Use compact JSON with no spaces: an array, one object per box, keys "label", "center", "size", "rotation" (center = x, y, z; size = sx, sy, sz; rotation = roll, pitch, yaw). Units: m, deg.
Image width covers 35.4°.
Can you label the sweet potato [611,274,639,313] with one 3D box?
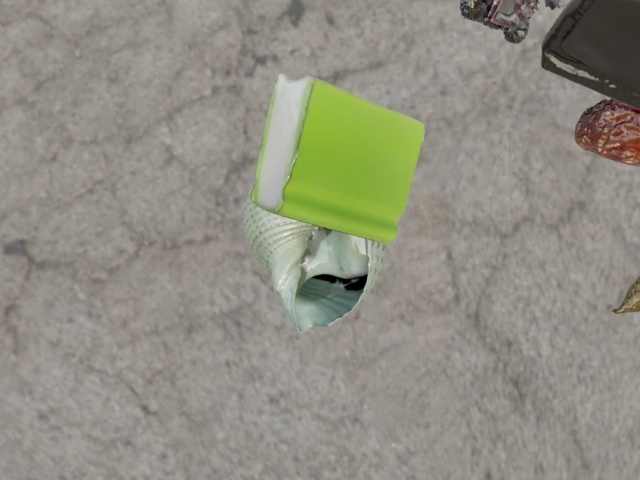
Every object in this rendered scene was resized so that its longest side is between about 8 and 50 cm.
[{"label":"sweet potato","center":[0.641,0.048,1.813],"size":[0.269,0.074,0.075],"rotation":[-50,51,14]}]

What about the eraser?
[{"label":"eraser","center":[0.028,-0.117,1.521],"size":[0.092,0.274,0.210],"rotation":[16,94,43]}]

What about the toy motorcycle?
[{"label":"toy motorcycle","center":[0.447,-0.560,2.293],"size":[0.134,0.401,0.207],"rotation":[21,97,38]}]

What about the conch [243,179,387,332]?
[{"label":"conch","center":[0.009,-0.006,1.894],"size":[0.302,0.319,0.215],"rotation":[-12,3,38]}]

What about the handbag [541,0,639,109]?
[{"label":"handbag","center":[0.420,-0.251,1.271],"size":[0.246,0.223,0.080],"rotation":[23,73,0]}]

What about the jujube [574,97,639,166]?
[{"label":"jujube","center":[0.610,-0.224,1.953],"size":[0.236,0.168,0.168],"rotation":[-1,45,49]}]
